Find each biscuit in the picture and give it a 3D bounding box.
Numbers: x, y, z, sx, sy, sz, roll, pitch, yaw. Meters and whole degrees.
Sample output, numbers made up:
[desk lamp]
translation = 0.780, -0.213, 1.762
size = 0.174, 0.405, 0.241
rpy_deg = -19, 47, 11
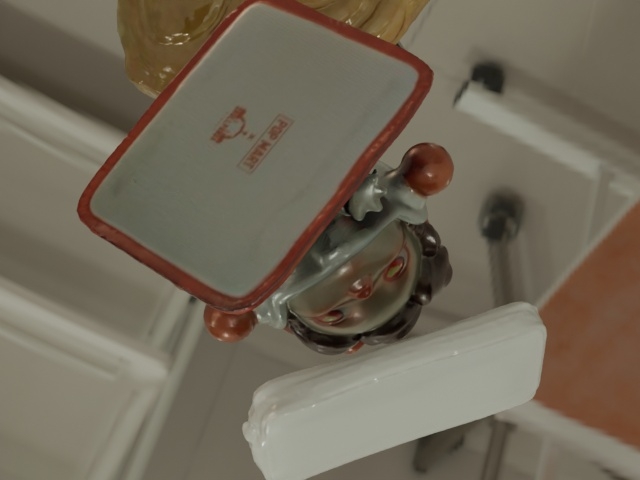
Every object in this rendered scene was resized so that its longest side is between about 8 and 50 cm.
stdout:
[biscuit]
translation = -0.043, -0.218, 1.278
size = 0.269, 0.376, 0.051
rpy_deg = -13, 159, 21

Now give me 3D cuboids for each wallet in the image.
[wallet]
translation = 0.045, 0.092, 0.972
size = 0.190, 0.033, 0.095
rpy_deg = -16, 143, -11

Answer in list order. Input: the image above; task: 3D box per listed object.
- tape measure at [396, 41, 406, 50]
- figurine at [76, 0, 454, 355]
[tape measure]
translation = -0.013, -0.195, 1.468
size = 0.112, 0.199, 0.186
rpy_deg = -41, 144, 13
[figurine]
translation = 0.000, 0.000, 1.015
size = 0.160, 0.183, 0.226
rpy_deg = 30, 165, 36
